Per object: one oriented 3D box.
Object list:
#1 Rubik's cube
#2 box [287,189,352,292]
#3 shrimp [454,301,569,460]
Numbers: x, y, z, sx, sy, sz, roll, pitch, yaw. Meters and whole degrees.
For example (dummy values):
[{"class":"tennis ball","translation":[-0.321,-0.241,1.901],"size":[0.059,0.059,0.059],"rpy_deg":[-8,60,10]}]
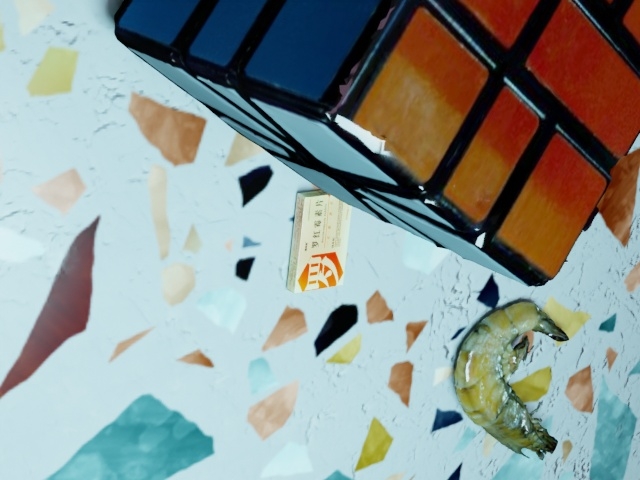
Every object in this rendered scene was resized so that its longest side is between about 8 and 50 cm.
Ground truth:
[{"class":"Rubik's cube","translation":[0.072,-0.169,0.837],"size":[0.293,0.288,0.283],"rpy_deg":[37,83,-41]},{"class":"box","translation":[0.000,0.000,1.034],"size":[0.058,0.015,0.093],"rpy_deg":[-8,113,-39]},{"class":"shrimp","translation":[0.225,0.154,1.268],"size":[0.150,0.051,0.217],"rpy_deg":[-55,129,-16]}]
